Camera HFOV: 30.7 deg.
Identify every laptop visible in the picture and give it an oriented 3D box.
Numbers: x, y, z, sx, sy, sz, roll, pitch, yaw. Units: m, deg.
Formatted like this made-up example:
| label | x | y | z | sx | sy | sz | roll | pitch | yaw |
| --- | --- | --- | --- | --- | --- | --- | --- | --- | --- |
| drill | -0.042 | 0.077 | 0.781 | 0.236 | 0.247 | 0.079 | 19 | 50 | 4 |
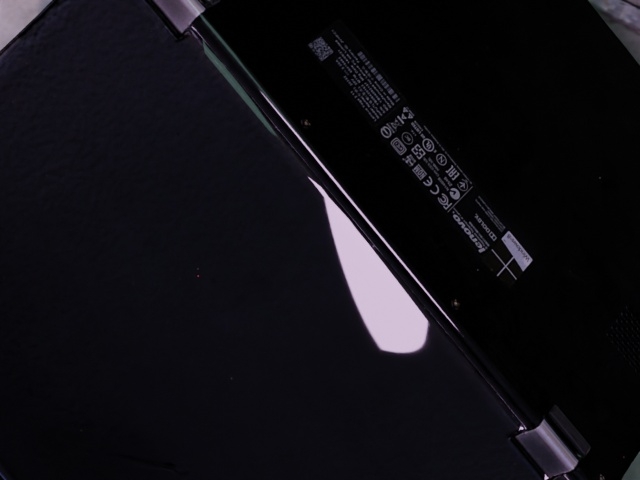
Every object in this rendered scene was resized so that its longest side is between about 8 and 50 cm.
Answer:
| label | x | y | z | sx | sy | sz | roll | pitch | yaw |
| --- | --- | --- | --- | --- | --- | --- | --- | --- | --- |
| laptop | 0.000 | 0.000 | 0.704 | 0.382 | 0.236 | 0.408 | 50 | 53 | -5 |
